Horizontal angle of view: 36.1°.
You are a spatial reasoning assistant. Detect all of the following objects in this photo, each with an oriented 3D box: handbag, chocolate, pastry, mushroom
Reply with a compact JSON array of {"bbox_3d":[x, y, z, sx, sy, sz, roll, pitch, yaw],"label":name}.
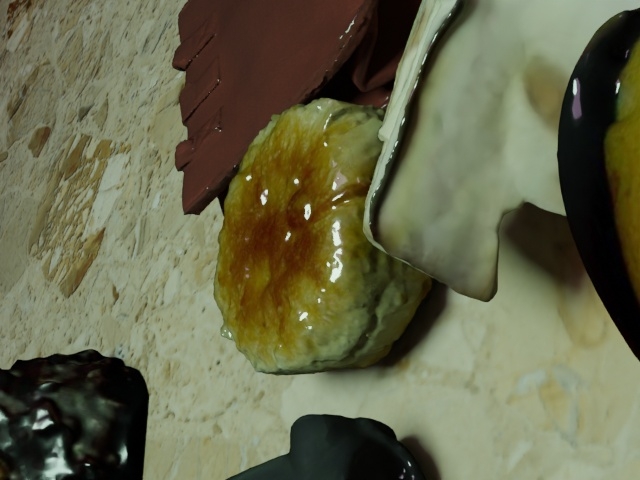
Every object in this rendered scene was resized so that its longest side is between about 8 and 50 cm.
[{"bbox_3d":[-0.030,-0.175,0.833,0.275,0.084,0.260,-41,45,37],"label":"handbag"},{"bbox_3d":[-0.294,0.201,0.934,0.206,0.177,0.224,-29,51,45],"label":"chocolate"},{"bbox_3d":[0.000,0.000,0.693,0.182,0.093,0.192,-9,74,51],"label":"pastry"},{"bbox_3d":[0.126,-0.091,0.558,0.173,0.162,0.236,-65,-6,-75],"label":"mushroom"}]

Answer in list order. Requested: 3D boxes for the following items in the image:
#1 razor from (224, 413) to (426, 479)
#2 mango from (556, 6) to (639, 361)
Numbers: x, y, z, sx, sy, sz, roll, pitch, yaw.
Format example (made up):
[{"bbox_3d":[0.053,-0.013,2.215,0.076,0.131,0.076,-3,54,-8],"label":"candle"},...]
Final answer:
[{"bbox_3d":[-0.062,0.262,0.637,0.349,0.114,0.204,-43,41,35],"label":"razor"},{"bbox_3d":[0.209,0.012,0.337,0.201,0.153,0.287,-36,43,24],"label":"mango"}]
